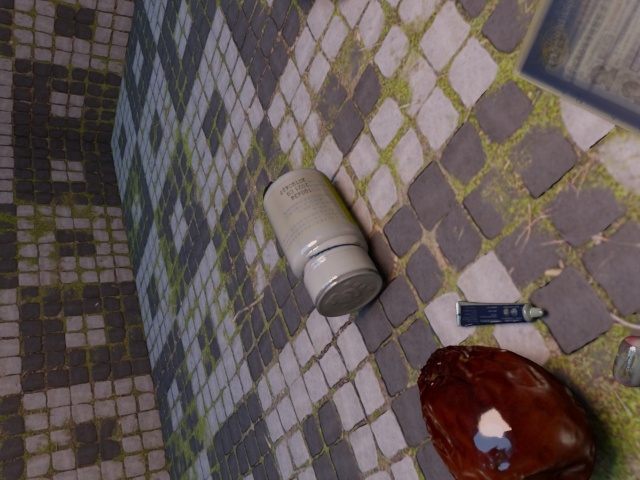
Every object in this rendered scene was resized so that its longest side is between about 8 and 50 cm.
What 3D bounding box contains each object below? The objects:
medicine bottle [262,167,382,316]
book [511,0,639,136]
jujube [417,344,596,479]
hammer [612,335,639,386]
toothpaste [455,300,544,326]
[{"bbox_3d":[0.000,0.000,0.894,0.143,0.144,0.258,-61,42,38],"label":"medicine bottle"},{"bbox_3d":[0.331,-0.198,0.436,0.322,0.018,0.228,51,141,40],"label":"book"},{"bbox_3d":[0.201,0.205,0.591,0.236,0.168,0.167,-140,55,-70],"label":"jujube"},{"bbox_3d":[0.333,0.129,0.484,0.083,0.031,0.052,22,113,44],"label":"hammer"},{"bbox_3d":[0.230,0.095,0.650,0.140,0.021,0.037,-16,71,59],"label":"toothpaste"}]
